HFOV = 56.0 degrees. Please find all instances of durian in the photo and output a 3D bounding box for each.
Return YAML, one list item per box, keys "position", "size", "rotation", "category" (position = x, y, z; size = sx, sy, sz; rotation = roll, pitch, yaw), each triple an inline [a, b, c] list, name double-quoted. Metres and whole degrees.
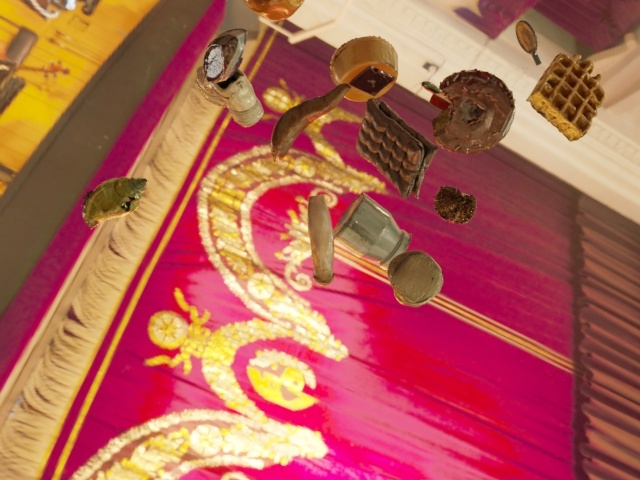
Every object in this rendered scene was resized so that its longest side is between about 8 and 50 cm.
- position: [0.578, -0.159, 2.565]
  size: [0.196, 0.196, 0.167]
  rotation: [154, -57, -69]
  category: "durian"

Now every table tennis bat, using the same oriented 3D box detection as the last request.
- position: [0.675, -0.638, 1.943]
  size: [0.019, 0.155, 0.100]
  rotation: [-28, -176, -7]
  category: "table tennis bat"

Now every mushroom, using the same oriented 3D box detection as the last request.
- position: [0.000, 0.000, 2.222]
  size: [0.123, 0.094, 0.352]
  rotation: [-115, -160, -65]
  category: "mushroom"

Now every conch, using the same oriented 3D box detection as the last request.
- position: [-0.490, -0.102, 1.441]
  size: [0.200, 0.095, 0.079]
  rotation: [-22, -157, 7]
  category: "conch"

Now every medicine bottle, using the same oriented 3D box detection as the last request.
- position: [0.228, -0.030, 2.627]
  size: [0.245, 0.289, 0.245]
  rotation: [-54, -172, 11]
  category: "medicine bottle"

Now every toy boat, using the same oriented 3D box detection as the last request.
- position: [-0.293, -0.583, 1.897]
  size: [0.115, 0.114, 0.262]
  rotation: [-36, -176, -27]
  category: "toy boat"

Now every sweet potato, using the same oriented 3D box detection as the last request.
- position: [-0.034, -0.246, 1.197]
  size: [0.249, 0.059, 0.069]
  rotation: [-37, -117, 34]
  category: "sweet potato"

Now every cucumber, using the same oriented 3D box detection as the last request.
- position: [0.459, -0.622, 2.464]
  size: [0.039, 0.167, 0.039]
  rotation: [-15, -113, 40]
  category: "cucumber"

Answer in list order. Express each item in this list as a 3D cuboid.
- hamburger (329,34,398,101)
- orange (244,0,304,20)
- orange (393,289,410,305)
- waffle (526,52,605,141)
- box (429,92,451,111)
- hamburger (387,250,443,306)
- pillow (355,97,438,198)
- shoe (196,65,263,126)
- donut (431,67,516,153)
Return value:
- position: [0.178, -0.715, 2.485]
  size: [0.300, 0.300, 0.176]
  rotation: [-46, -132, 52]
  category: "hamburger"
- position: [-0.166, -0.878, 2.031]
  size: [0.249, 0.248, 0.183]
  rotation: [-60, 172, 17]
  category: "orange"
- position: [0.280, 0.167, 1.961]
  size: [0.085, 0.085, 0.095]
  rotation: [-61, -143, 11]
  category: "orange"
- position: [0.609, -0.361, 1.452]
  size: [0.211, 0.160, 0.055]
  rotation: [-51, -174, -25]
  category: "waffle"
- position: [0.537, -0.537, 2.420]
  size: [0.175, 0.112, 0.048]
  rotation: [45, -50, 41]
  category: "box"
- position: [0.240, 0.091, 1.512]
  size: [0.133, 0.140, 0.062]
  rotation: [-23, 172, -6]
  category: "hamburger"
- position: [0.253, -0.322, 2.082]
  size: [0.326, 0.101, 0.228]
  rotation: [52, -35, 31]
  category: "pillow"
- position: [-0.338, -0.562, 2.102]
  size: [0.132, 0.342, 0.211]
  rotation: [-39, 148, -14]
  category: "shoe"
- position: [0.401, -0.347, 1.591]
  size: [0.096, 0.216, 0.230]
  rotation: [-81, 163, -58]
  category: "donut"
